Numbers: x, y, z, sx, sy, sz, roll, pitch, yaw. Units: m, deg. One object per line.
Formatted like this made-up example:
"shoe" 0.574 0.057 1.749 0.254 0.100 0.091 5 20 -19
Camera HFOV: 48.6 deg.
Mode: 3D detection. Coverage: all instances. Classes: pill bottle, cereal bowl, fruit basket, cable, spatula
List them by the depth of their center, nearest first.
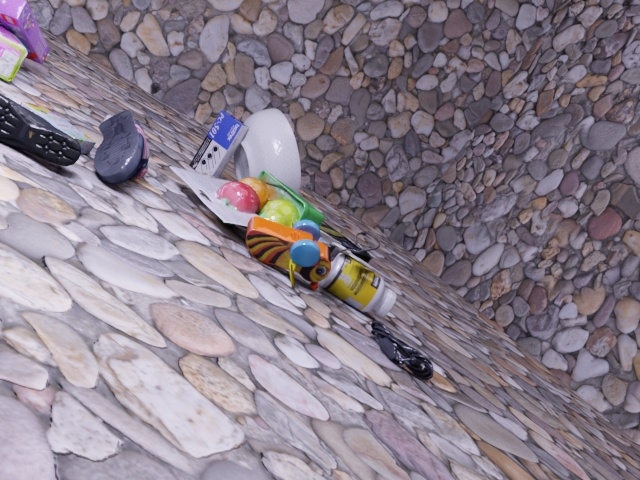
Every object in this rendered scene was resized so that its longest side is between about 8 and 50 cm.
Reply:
"cable" 0.186 0.244 1.612 0.150 0.047 0.184 28 9 -36
"pill bottle" 0.099 0.119 1.812 0.184 0.103 0.103 32 8 -11
"spatula" 0.092 0.041 1.834 0.168 0.019 0.242 32 0 34
"fruit basket" -0.184 -0.079 1.844 0.353 0.165 0.327 5 25 -41
"cereal bowl" -0.191 -0.251 2.297 0.141 0.339 0.339 -11 28 -22

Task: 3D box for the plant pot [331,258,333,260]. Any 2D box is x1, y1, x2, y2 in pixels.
"plant pot" 0.060 0.099 1.910 0.079 0.083 0.083 43 3 -27

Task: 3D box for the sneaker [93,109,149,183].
"sneaker" -0.417 -0.180 1.555 0.319 0.112 0.131 -110 176 -58

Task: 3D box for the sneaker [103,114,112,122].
"sneaker" -0.561 -0.327 1.991 0.053 0.061 0.152 24 11 -45

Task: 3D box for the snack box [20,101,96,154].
"snack box" -0.565 -0.240 1.515 0.141 0.037 0.100 35 9 6

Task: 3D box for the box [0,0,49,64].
"box" -0.855 -0.585 1.884 0.200 0.057 0.293 22 -12 -6

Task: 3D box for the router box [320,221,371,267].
"router box" 0.000 0.000 2.220 0.243 0.081 0.309 38 9 24

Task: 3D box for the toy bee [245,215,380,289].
"toy bee" -0.037 0.048 1.659 0.298 0.162 0.195 23 37 9

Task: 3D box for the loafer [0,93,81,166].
"loafer" -0.541 -0.202 1.278 0.223 0.076 0.078 29 -5 -22

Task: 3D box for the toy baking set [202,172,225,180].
"toy baking set" -0.276 -0.140 2.160 0.196 0.030 0.256 31 8 -40

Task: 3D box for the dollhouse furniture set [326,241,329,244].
"dollhouse furniture set" -0.011 0.039 1.994 0.081 0.091 0.114 47 -1 -23

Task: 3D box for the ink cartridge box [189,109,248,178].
"ink cartridge box" -0.321 -0.296 2.236 0.097 0.207 0.046 37 11 22

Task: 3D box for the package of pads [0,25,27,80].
"package of pads" -0.868 -0.509 1.693 0.296 0.101 0.229 28 9 -38
